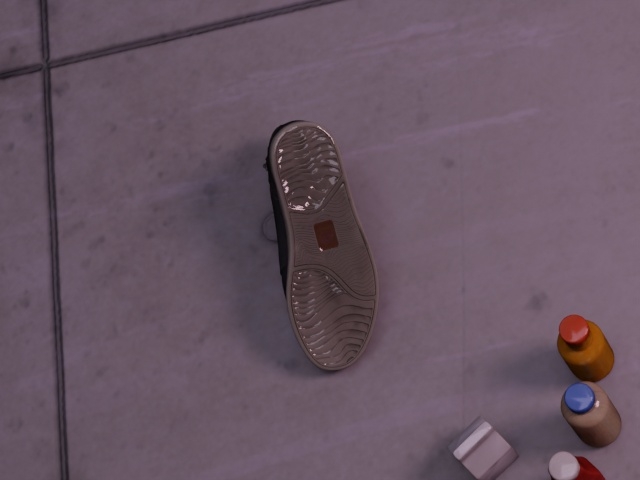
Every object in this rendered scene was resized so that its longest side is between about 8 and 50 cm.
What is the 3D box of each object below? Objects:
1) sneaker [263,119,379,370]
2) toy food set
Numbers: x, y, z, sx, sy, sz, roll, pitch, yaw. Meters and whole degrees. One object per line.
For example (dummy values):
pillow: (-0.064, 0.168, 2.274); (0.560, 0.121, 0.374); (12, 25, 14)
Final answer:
sneaker: (0.000, 0.000, 1.685); (0.083, 0.118, 0.222); (-8, 97, -5)
toy food set: (0.167, 0.174, 1.543); (0.232, 0.104, 0.111); (-43, 64, -1)
